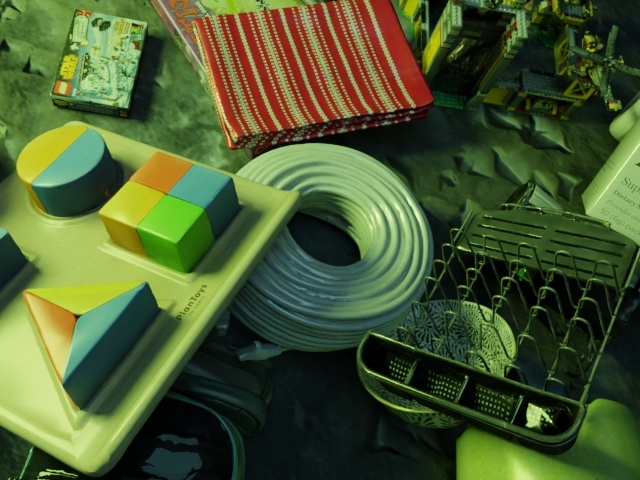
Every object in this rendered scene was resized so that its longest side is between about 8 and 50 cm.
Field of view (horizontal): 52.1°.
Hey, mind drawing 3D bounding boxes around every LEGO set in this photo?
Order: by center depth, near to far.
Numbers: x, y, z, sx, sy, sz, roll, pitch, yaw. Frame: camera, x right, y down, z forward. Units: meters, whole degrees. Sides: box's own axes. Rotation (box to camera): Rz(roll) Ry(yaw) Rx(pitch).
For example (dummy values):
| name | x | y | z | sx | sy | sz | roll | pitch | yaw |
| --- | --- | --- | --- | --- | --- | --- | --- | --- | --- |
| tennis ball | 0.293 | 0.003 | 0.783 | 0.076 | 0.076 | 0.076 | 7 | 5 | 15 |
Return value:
| name | x | y | z | sx | sy | sz | roll | pitch | yaw |
| --- | --- | --- | --- | --- | --- | --- | --- | --- | --- |
| LEGO set | 0.266 | -0.304 | 0.882 | 0.332 | 0.192 | 0.254 | 15 | 66 | -5 |

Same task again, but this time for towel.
| name | x | y | z | sx | sy | sz | roll | pitch | yaw |
| --- | --- | --- | --- | --- | --- | --- | --- | --- | --- |
| towel | -0.007 | -0.224 | 0.838 | 0.275 | 0.031 | 0.198 | -13 | 70 | -16 |

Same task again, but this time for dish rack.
| name | x | y | z | sx | sy | sz | roll | pitch | yaw |
| --- | --- | --- | --- | --- | --- | --- | --- | --- | --- |
| dish rack | 0.186 | 0.061 | 0.643 | 0.208 | 0.074 | 0.271 | 16 | 58 | 33 |

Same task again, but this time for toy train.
| name | x | y | z | sx | sy | sz | roll | pitch | yaw |
| --- | --- | --- | --- | --- | --- | --- | --- | --- | --- |
| toy train | 0.246 | 0.010 | 0.727 | 0.017 | 0.024 | 0.083 | 33 | 91 | 2 |

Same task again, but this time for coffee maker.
| name | x | y | z | sx | sy | sz | roll | pitch | yaw |
| --- | --- | --- | --- | --- | --- | --- | --- | --- | --- |
| coffee maker | 0.278 | 0.041 | 0.784 | 0.178 | 0.120 | 0.171 | 30 | 66 | 3 |

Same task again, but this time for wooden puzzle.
| name | x | y | z | sx | sy | sz | roll | pitch | yaw |
| --- | --- | --- | --- | --- | --- | --- | --- | --- | --- |
| wooden puzzle | -0.237 | 0.007 | 0.623 | 0.348 | 0.080 | 0.322 | 17 | 54 | 24 |

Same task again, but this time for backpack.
| name | x | y | z | sx | sy | sz | roll | pitch | yaw |
| --- | --- | --- | --- | --- | --- | --- | --- | --- | --- |
| backpack | -0.164 | 0.219 | 0.606 | 0.189 | 0.144 | 0.165 | 9 | 65 | 11 |

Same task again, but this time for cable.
| name | x | y | z | sx | sy | sz | roll | pitch | yaw |
| --- | --- | --- | --- | --- | --- | --- | --- | --- | --- |
| cable | 0.000 | 0.000 | 0.743 | 0.257 | 0.089 | 0.257 | -2 | 58 | -18 |

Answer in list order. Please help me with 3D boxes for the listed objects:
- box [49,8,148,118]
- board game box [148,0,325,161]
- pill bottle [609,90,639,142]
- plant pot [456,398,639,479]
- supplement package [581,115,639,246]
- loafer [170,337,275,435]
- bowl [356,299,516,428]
| name | x | y | z | sx | sy | sz | roll | pitch | yaw |
| --- | --- | --- | --- | --- | --- | --- | --- | --- | --- |
| box | -0.279 | -0.226 | 0.833 | 0.094 | 0.027 | 0.136 | 9 | 66 | -9 |
| board game box | -0.091 | -0.291 | 0.889 | 0.208 | 0.056 | 0.346 | -29 | 76 | -16 |
| pill bottle | 0.545 | -0.122 | 0.885 | 0.265 | 0.153 | 0.153 | 43 | 67 | 8 |
| plant pot | 0.234 | 0.296 | 0.614 | 0.276 | 0.276 | 0.253 | 4 | 55 | -10 |
| supplement package | 0.459 | -0.115 | 0.739 | 0.178 | 0.175 | 0.292 | 34 | 109 | 12 |
| loafer | -0.175 | 0.120 | 0.690 | 0.268 | 0.096 | 0.084 | 25 | 45 | -8 |
| bowl | 0.131 | 0.148 | 0.717 | 0.170 | 0.080 | 0.170 | -13 | 32 | 8 |
